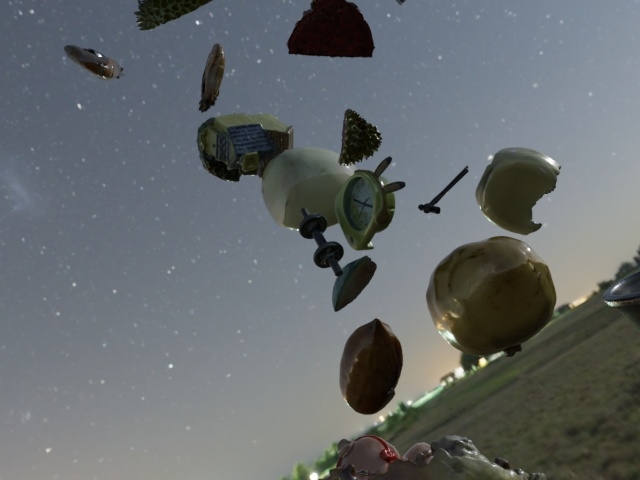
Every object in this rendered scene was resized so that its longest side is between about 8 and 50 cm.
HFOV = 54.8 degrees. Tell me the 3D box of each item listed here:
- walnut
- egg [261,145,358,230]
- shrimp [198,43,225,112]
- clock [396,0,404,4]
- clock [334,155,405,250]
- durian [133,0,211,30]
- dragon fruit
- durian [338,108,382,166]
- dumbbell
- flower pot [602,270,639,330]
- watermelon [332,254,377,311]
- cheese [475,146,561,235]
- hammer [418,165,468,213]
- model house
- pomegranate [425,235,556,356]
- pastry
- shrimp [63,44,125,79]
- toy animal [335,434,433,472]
[{"bbox_3d":[0.092,0.228,1.125,0.116,0.116,0.207,-18,-58,-37],"label":"walnut"},{"bbox_3d":[-0.022,-0.170,2.030,0.345,0.283,0.283,-4,-22,-5],"label":"egg"},{"bbox_3d":[-0.343,-0.494,1.900,0.053,0.236,0.133,17,-16,-41],"label":"shrimp"},{"bbox_3d":[0.251,-0.674,1.505,0.215,0.042,0.215,-50,10,12],"label":"clock"},{"bbox_3d":[0.123,-0.096,1.522,0.069,0.170,0.232,-1,-34,-31],"label":"clock"},{"bbox_3d":[-0.397,-0.694,1.787,0.352,0.158,0.169,-14,-7,21],"label":"durian"},{"bbox_3d":[0.035,-0.771,2.218,0.317,0.152,0.205,2,-66,-7],"label":"dragon fruit"},{"bbox_3d":[0.106,-0.249,1.595,0.108,0.119,0.187,6,-24,0],"label":"durian"},{"bbox_3d":[0.000,0.000,1.556,0.081,0.254,0.082,-14,-46,-15],"label":"dumbbell"},{"bbox_3d":[0.912,0.178,1.491,0.379,0.251,0.379,-22,-3,-1],"label":"flower pot"},{"bbox_3d":[0.086,0.121,1.757,0.180,0.094,0.081,-46,21,0],"label":"watermelon"},{"bbox_3d":[0.620,-0.158,1.937,0.127,0.233,0.266,-35,-27,-54],"label":"cheese"},{"bbox_3d":[0.320,-0.127,1.546,0.178,0.065,0.021,-42,-56,-18],"label":"hammer"},{"bbox_3d":[-0.245,-0.308,2.229,0.321,0.266,0.261,-13,-61,-32],"label":"model house"},{"bbox_3d":[0.446,0.153,1.621,0.332,0.332,0.332,-29,-18,-10],"label":"pomegranate"},{"bbox_3d":[0.130,0.330,0.706,0.256,0.170,0.237,-21,-33,34],"label":"pastry"},{"bbox_3d":[-0.658,-0.521,1.809,0.063,0.152,0.287,-61,7,9],"label":"shrimp"},{"bbox_3d":[0.125,0.435,1.112,0.197,0.171,0.171,5,-26,-8],"label":"toy animal"}]
